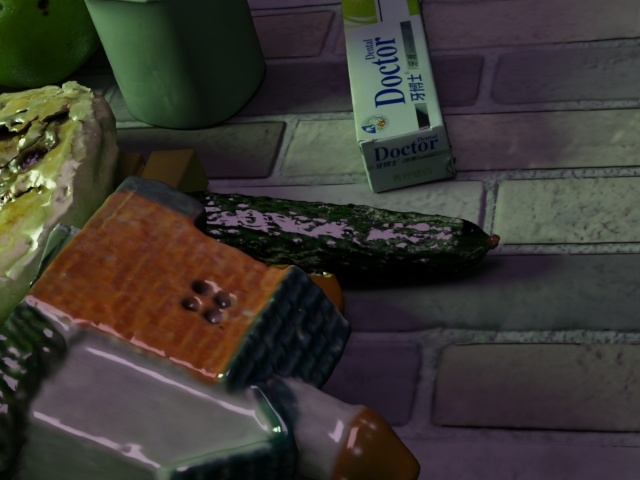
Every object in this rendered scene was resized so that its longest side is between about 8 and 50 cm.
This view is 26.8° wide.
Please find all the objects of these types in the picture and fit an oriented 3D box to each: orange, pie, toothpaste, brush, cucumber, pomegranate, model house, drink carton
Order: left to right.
[{"bbox_3d":[-0.329,-0.029,1.206,0.339,0.077,0.339,-16,41,14],"label":"pie"},{"bbox_3d":[-0.362,-0.254,1.420,0.302,0.236,0.236,-32,41,-3],"label":"pomegranate"},{"bbox_3d":[-0.180,0.011,1.173,0.103,0.047,0.233,-1,44,17],"label":"brush"},{"bbox_3d":[-0.145,-0.219,1.320,0.191,0.190,0.185,7,43,23],"label":"drink carton"},{"bbox_3d":[-0.080,0.134,0.934,0.301,0.190,0.271,21,44,12],"label":"model house"},{"bbox_3d":[-0.024,0.052,1.067,0.086,0.062,0.086,-9,43,8],"label":"orange"},{"bbox_3d":[0.000,0.000,1.110,0.293,0.067,0.067,5,42,5],"label":"cucumber"},{"bbox_3d":[0.069,-0.178,1.308,0.081,0.067,0.336,-12,39,7],"label":"toothpaste"}]

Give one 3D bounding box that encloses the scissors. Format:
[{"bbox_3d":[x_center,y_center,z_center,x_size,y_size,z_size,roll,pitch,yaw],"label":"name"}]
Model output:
[{"bbox_3d":[-0.218,0.071,1.004,0.027,0.204,0.101,22,27,-8],"label":"scissors"}]
